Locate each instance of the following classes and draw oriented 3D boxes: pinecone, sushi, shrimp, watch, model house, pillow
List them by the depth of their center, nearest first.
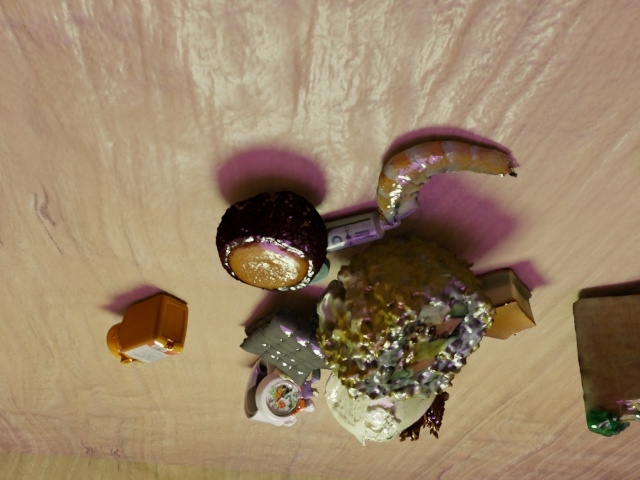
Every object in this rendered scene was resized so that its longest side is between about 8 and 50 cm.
[{"bbox_3d":[0.221,-0.131,1.382,0.287,0.068,0.185,-23,144,19],"label":"shrimp"},{"bbox_3d":[0.179,0.182,1.603,0.351,0.240,0.397,2,130,-31],"label":"sushi"},{"bbox_3d":[0.855,0.332,1.825,0.342,0.335,0.382,-9,156,21],"label":"model house"},{"bbox_3d":[-0.075,0.287,1.938,0.228,0.101,0.326,31,150,-11],"label":"pillow"},{"bbox_3d":[-0.124,0.454,2.209,0.196,0.244,0.231,19,166,-20],"label":"watch"},{"bbox_3d":[0.273,0.512,2.216,0.264,0.264,0.264,2,148,1],"label":"pinecone"}]

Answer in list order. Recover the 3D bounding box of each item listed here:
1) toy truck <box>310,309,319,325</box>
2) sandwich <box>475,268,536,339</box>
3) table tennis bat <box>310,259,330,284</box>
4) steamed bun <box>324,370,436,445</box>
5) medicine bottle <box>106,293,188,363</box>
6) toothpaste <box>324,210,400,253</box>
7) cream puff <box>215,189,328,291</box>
[{"bbox_3d":[0.070,0.214,1.912,0.115,0.080,0.177,34,139,-26],"label":"toy truck"},{"bbox_3d":[0.418,0.178,1.799,0.220,0.108,0.186,-19,141,27],"label":"sandwich"},{"bbox_3d":[-0.093,0.063,1.722,0.237,0.038,0.149,11,147,-19],"label":"table tennis bat"},{"bbox_3d":[0.195,0.401,1.952,0.311,0.233,0.334,-23,152,-30],"label":"steamed bun"},{"bbox_3d":[-0.475,0.250,1.933,0.222,0.149,0.112,-21,141,32],"label":"medicine bottle"},{"bbox_3d":[0.000,0.000,1.586,0.392,0.061,0.099,-15,113,26],"label":"toothpaste"},{"bbox_3d":[-0.099,-0.004,1.486,0.239,0.165,0.239,4,143,3],"label":"cream puff"}]
